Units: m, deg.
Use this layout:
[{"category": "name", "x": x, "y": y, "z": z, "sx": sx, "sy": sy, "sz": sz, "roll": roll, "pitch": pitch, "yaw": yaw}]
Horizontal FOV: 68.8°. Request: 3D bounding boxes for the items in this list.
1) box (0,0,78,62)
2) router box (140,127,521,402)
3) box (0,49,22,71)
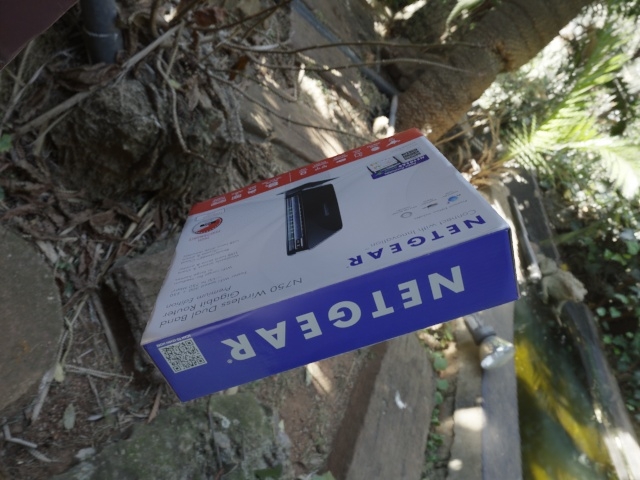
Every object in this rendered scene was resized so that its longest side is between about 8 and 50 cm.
[{"category": "box", "x": -0.169, "y": -0.226, "z": 0.198, "sx": 0.168, "sy": 0.203, "sz": 0.167, "roll": 55, "pitch": 8, "yaw": 1}, {"category": "router box", "x": 0.000, "y": 0.000, "z": 0.538, "sx": 0.301, "sy": 0.335, "sz": 0.082, "roll": -101, "pitch": 171, "yaw": -61}, {"category": "box", "x": -0.491, "y": -0.315, "z": 0.597, "sx": 0.143, "sy": 0.381, "sz": 0.191, "roll": 5, "pitch": 62, "yaw": -63}]
